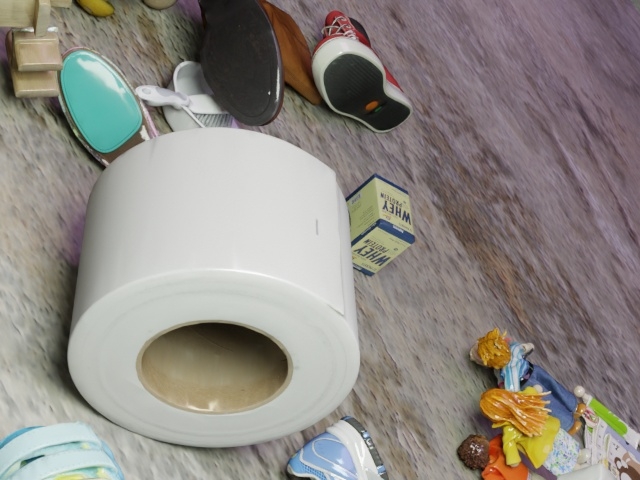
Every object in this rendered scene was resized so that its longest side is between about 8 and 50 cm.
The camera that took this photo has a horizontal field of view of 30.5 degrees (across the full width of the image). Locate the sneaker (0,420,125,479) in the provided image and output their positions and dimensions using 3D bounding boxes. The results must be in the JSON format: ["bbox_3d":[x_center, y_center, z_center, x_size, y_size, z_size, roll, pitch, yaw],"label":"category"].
[{"bbox_3d":[-0.171,0.189,0.782,0.127,0.319,0.208,-23,64,-22],"label":"sneaker"}]

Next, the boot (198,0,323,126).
[{"bbox_3d":[-0.068,-0.218,1.448,0.264,0.096,0.280,62,11,22],"label":"boot"}]

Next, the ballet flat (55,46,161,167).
[{"bbox_3d":[-0.196,-0.102,1.215,0.221,0.077,0.079,52,-1,-12],"label":"ballet flat"}]

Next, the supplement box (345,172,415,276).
[{"bbox_3d":[0.063,-0.018,1.418,0.056,0.083,0.083,26,41,-30],"label":"supplement box"}]

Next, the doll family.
[{"bbox_3d":[0.244,0.189,1.389,0.163,0.118,0.263,38,35,-16],"label":"doll family"}]

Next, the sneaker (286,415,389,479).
[{"bbox_3d":[0.039,0.278,1.117,0.081,0.080,0.211,-23,83,-16],"label":"sneaker"}]

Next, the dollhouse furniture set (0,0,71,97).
[{"bbox_3d":[-0.348,-0.257,1.068,0.242,0.212,0.161,-4,57,-22],"label":"dollhouse furniture set"}]

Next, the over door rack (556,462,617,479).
[{"bbox_3d":[0.293,0.415,1.183,0.324,0.108,0.239,54,34,-33],"label":"over door rack"}]

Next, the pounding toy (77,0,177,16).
[{"bbox_3d":[-0.264,-0.318,1.345,0.183,0.110,0.237,42,6,0],"label":"pounding toy"}]

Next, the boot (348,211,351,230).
[{"bbox_3d":[0.000,0.000,1.342,0.137,0.077,0.198,20,44,-45],"label":"boot"}]

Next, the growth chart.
[{"bbox_3d":[0.399,0.320,1.534,0.172,0.021,0.237,34,37,-25],"label":"growth chart"}]

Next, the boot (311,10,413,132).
[{"bbox_3d":[0.026,-0.257,1.584,0.176,0.088,0.244,63,14,22],"label":"boot"}]

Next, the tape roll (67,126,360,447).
[{"bbox_3d":[-0.091,0.046,1.027,0.246,0.246,0.169,29,39,-29],"label":"tape roll"}]

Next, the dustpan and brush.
[{"bbox_3d":[-0.145,-0.149,1.325,0.211,0.060,0.147,-8,63,-53],"label":"dustpan and brush"}]
